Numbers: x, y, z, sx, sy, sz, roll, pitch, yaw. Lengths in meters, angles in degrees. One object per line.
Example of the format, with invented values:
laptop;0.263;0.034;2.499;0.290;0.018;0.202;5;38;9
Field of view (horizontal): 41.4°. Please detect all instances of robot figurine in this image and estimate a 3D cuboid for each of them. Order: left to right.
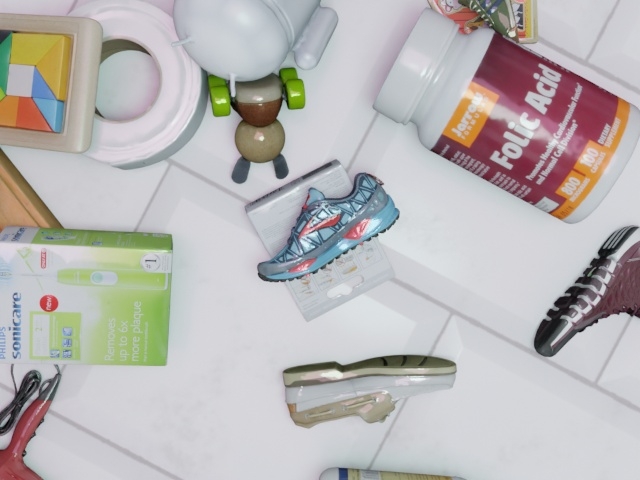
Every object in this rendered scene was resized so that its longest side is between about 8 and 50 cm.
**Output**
robot figurine;-0.109;-0.405;1.382;0.300;0.200;0.353;32;66;-12

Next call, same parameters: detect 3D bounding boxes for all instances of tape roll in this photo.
tape roll;-0.339;-0.269;1.470;0.286;0.100;0.286;0;91;0

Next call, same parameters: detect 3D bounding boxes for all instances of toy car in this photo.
toy car;-0.107;-0.192;1.472;0.155;0.149;0.188;-7;116;-8

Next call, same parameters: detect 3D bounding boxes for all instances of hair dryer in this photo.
hair dryer;-0.536;0.356;1.489;0.223;0.080;0.293;-24;91;0

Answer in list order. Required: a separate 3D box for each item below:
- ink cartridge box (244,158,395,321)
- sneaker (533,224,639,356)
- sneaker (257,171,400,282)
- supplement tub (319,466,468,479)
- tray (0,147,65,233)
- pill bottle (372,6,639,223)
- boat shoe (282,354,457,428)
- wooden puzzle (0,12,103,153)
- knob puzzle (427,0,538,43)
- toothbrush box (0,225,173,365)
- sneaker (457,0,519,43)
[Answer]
ink cartridge box;0.000;0.000;1.504;0.189;0.066;0.232;-27;111;1
sneaker;0.511;0.123;1.465;0.162;0.106;0.281;40;90;-3
sneaker;-0.004;-0.026;1.430;0.262;0.104;0.125;-31;98;-7
supplement tub;0.147;0.503;1.409;0.316;0.228;0.228;4;91;1
tray;-0.636;-0.083;1.488;0.203;0.076;0.411;-38;89;1
pill bottle;0.301;-0.211;1.401;0.392;0.224;0.224;28;91;0
boat shoe;0.088;0.262;1.472;0.302;0.113;0.103;-6;92;11
wooden puzzle;-0.483;-0.264;1.401;0.238;0.044;0.221;8;93;15
knob puzzle;0.286;-0.433;1.495;0.213;0.030;0.213;0;91;1
toothbrush box;-0.393;0.093;1.420;0.283;0.122;0.206;4;103;-10
sneaker;0.280;-0.410;1.453;0.086;0.064;0.192;-13;90;8
